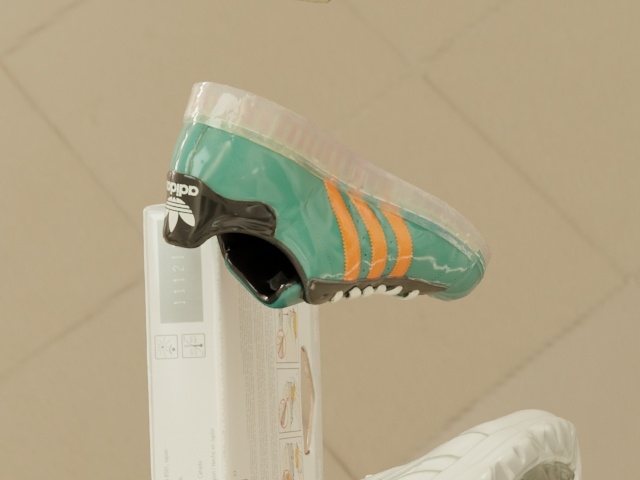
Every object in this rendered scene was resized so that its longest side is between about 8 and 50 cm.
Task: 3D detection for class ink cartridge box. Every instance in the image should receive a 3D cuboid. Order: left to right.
[{"bbox_3d":[-0.062,0.127,1.493,0.066,0.261,0.296,-3,86,14],"label":"ink cartridge box"}]

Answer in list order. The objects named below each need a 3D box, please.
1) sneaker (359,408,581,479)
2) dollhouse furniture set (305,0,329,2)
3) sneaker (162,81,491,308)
[{"bbox_3d":[0.009,0.117,0.726,0.115,0.090,0.232,15,28,37],"label":"sneaker"},{"bbox_3d":[-0.062,-0.239,1.223,0.183,0.129,0.129,7,27,18],"label":"dollhouse furniture set"},{"bbox_3d":[0.000,0.000,1.354,0.108,0.302,0.121,12,78,47],"label":"sneaker"}]
